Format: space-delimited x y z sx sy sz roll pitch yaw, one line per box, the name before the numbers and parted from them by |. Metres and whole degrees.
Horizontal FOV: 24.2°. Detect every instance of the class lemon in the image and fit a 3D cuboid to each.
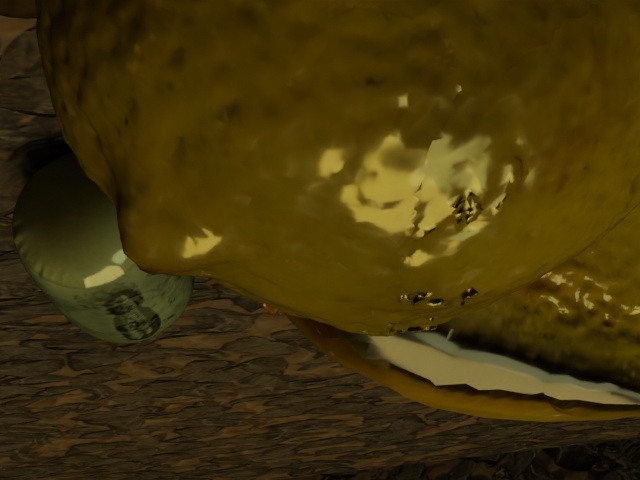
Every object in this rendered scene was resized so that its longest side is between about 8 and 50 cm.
lemon | 0.026 -0.092 0.570 0.267 0.267 0.267 -6 163 -2

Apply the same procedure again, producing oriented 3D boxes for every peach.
peach | 0.125 -0.013 0.907 0.306 0.242 0.380 13 180 16

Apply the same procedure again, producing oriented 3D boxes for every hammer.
hammer | -0.057 -0.012 1.079 0.305 0.113 0.202 -11 166 -1

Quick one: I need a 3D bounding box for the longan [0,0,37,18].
longan | -0.133 -0.141 0.637 0.113 0.092 0.113 -3 175 0
